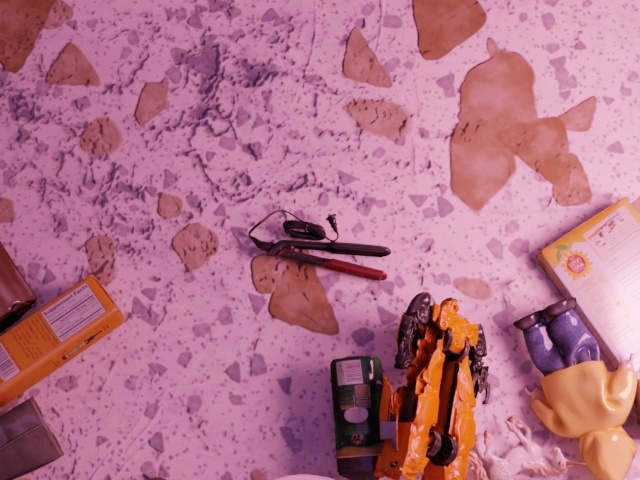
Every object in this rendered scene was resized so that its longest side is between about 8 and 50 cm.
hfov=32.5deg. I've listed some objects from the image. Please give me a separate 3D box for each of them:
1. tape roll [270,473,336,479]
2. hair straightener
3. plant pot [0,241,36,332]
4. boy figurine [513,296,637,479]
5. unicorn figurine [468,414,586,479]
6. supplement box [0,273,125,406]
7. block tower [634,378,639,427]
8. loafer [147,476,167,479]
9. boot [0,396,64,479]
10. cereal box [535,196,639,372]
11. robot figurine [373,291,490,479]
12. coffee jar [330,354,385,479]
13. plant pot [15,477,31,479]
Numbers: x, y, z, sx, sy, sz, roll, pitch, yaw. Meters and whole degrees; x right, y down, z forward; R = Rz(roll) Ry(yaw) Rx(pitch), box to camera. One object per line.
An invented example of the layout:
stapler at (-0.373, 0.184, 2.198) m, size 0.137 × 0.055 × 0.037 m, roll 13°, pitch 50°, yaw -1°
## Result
tape roll at (-0.026, 0.482, 1.575) m, size 0.286 × 0.100 × 0.286 m, roll 1°, pitch 74°, yaw -3°
hair straightener at (0.000, 0.000, 1.741) m, size 0.230 × 0.047 × 0.089 m, roll 11°, pitch 74°, yaw 5°
plant pot at (-0.525, 0.061, 1.646) m, size 0.167 × 0.167 × 0.165 m, roll -38°, pitch 88°, yaw -11°
boy figurine at (0.403, 0.228, 1.655) m, size 0.177 × 0.092 × 0.285 m, roll -30°, pitch 77°, yaw 25°
unicorn figurine at (0.301, 0.323, 1.659) m, size 0.162 × 0.060 × 0.111 m, roll -29°, pitch 78°, yaw 7°
supplement box at (-0.415, 0.151, 1.660) m, size 0.233 × 0.078 × 0.080 m, roll -33°, pitch 76°, yaw -11°
block tower at (0.640, 0.228, 1.676) m, size 0.335 × 0.097 × 0.091 m, roll -9°, pitch 75°, yaw -7°
loafer at (-0.271, 0.413, 1.611) m, size 0.056 × 0.050 × 0.148 m, roll 35°, pitch 61°, yaw 4°
boot at (-0.508, 0.291, 1.601) m, size 0.208 × 0.076 × 0.189 m, roll -30°, pitch 111°, yaw -3°
cereal box at (0.480, 0.074, 1.733) m, size 0.173 × 0.047 × 0.240 m, roll -31°, pitch 79°, yaw -9°
robot figurine at (0.164, 0.222, 1.625) m, size 0.211 × 0.085 × 0.291 m, roll 32°, pitch 59°, yaw -38°
coffee jar at (0.059, 0.268, 1.638) m, size 0.079 × 0.096 × 0.184 m, roll -5°, pitch 76°, yaw 5°
plant pot at (-0.442, 0.405, 1.591) m, size 0.083 × 0.081 × 0.081 m, roll -45°, pitch 81°, yaw 0°
